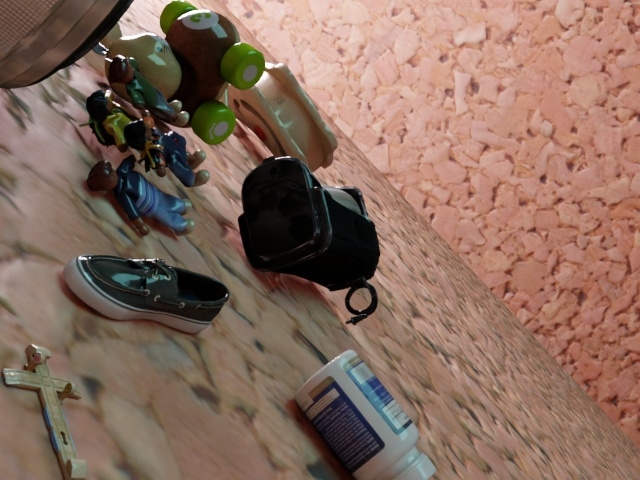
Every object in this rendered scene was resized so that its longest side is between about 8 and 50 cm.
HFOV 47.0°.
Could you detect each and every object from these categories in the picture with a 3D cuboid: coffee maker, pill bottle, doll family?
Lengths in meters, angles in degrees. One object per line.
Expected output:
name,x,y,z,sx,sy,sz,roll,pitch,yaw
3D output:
coffee maker,0.000,0.000,0.846,0.171,0.120,0.178,53,14,20
pill bottle,0.038,0.156,0.609,0.120,0.067,0.067,50,13,13
doll family,-0.165,-0.088,0.670,0.111,0.076,0.193,38,17,-54

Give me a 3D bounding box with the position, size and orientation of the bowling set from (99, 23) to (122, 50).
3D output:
bowling set,-0.260,-0.363,0.826,0.154,0.200,0.287,53,4,12

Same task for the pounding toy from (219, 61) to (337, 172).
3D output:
pounding toy,-0.108,-0.199,1.222,0.269,0.155,0.154,55,-18,-9

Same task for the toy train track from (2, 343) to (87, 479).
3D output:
toy train track,-0.133,0.084,0.376,0.048,0.014,0.083,31,21,-53

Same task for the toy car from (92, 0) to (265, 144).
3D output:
toy car,-0.190,-0.211,0.849,0.155,0.149,0.188,40,19,29

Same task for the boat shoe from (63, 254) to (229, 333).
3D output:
boat shoe,-0.119,0.032,0.524,0.049,0.040,0.142,55,14,30

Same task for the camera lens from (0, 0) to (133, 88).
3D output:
camera lens,-0.265,-0.259,0.514,0.274,0.219,0.219,38,16,-40
